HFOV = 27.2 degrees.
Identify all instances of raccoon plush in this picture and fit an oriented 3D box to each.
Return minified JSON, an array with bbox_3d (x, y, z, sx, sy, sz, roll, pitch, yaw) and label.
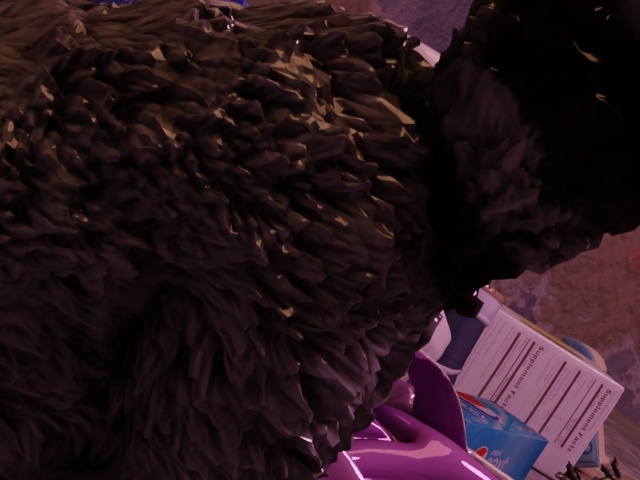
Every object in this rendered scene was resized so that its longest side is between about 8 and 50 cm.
[{"bbox_3d":[-0.073,-0.082,0.475,0.299,0.446,0.216,45,14,-20],"label":"raccoon plush"}]

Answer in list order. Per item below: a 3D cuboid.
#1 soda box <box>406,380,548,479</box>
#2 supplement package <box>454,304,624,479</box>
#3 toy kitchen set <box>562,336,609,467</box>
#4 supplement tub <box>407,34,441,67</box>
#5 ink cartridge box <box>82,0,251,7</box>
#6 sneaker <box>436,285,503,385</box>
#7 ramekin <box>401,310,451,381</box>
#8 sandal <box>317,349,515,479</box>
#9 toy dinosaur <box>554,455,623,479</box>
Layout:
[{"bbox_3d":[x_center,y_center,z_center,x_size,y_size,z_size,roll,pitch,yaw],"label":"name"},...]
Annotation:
[{"bbox_3d":[0.117,0.170,1.107,0.067,0.071,0.210,35,5,29],"label":"soda box"},{"bbox_3d":[0.200,0.147,1.524,0.244,0.134,0.139,32,5,-9],"label":"supplement package"},{"bbox_3d":[0.254,0.211,1.703,0.207,0.166,0.122,-6,-15,26],"label":"toy kitchen set"},{"bbox_3d":[0.050,-0.055,1.461,0.235,0.325,0.235,32,5,-3],"label":"supplement tub"},{"bbox_3d":[-0.190,-0.179,1.503,0.151,0.270,0.395,30,4,10],"label":"ink cartridge box"},{"bbox_3d":[0.082,0.103,1.250,0.099,0.153,0.282,31,-6,-1],"label":"sneaker"},{"bbox_3d":[0.000,0.000,0.983,0.273,0.127,0.272,-22,90,-89],"label":"ramekin"},{"bbox_3d":[0.027,0.103,0.698,0.416,0.102,0.169,32,31,-13],"label":"sandal"},{"bbox_3d":[0.317,0.282,1.395,0.118,0.064,0.268,44,9,38],"label":"toy dinosaur"}]
